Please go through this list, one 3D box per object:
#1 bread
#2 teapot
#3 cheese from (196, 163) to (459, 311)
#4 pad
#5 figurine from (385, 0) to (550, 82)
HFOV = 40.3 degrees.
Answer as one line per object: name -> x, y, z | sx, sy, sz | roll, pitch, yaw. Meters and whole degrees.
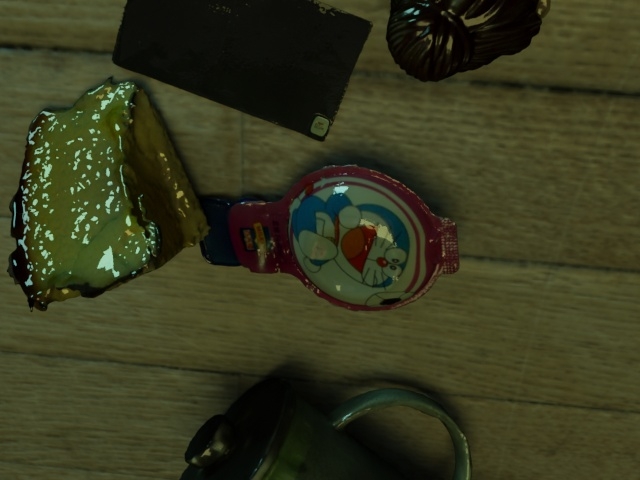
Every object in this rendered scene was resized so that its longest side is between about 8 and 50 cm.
bread -> -0.183, -0.026, 0.712 | 0.140, 0.160, 0.169 | -16, 113, 16
teapot -> 0.030, 0.268, 0.878 | 0.337, 0.200, 0.270 | 39, 93, -16
cheese -> 0.000, 0.000, 0.770 | 0.244, 0.062, 0.155 | 4, 124, 18
pad -> -0.067, -0.159, 0.708 | 0.193, 0.004, 0.116 | 21, 122, -6
figurine -> 0.164, -0.237, 0.564 | 0.187, 0.168, 0.315 | 27, 132, -24
